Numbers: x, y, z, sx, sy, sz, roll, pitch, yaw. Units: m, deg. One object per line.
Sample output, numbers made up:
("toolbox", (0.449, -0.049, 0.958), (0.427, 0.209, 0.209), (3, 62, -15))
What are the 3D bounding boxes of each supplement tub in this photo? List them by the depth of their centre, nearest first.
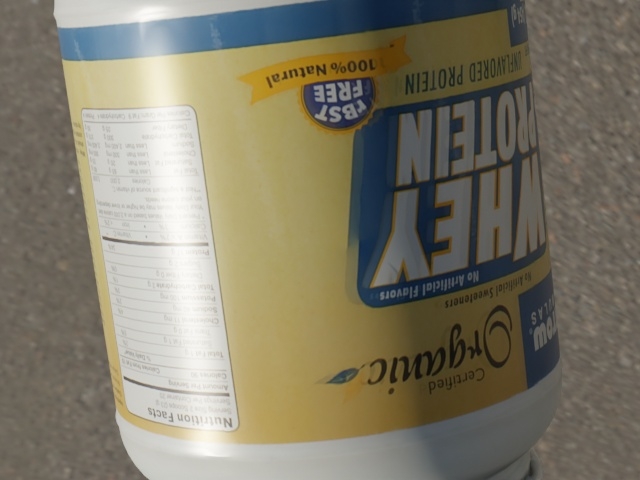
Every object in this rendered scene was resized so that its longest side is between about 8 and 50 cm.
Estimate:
("supplement tub", (0.000, 0.000, 0.496), (0.144, 0.144, 0.199), (-1, 103, 33))
